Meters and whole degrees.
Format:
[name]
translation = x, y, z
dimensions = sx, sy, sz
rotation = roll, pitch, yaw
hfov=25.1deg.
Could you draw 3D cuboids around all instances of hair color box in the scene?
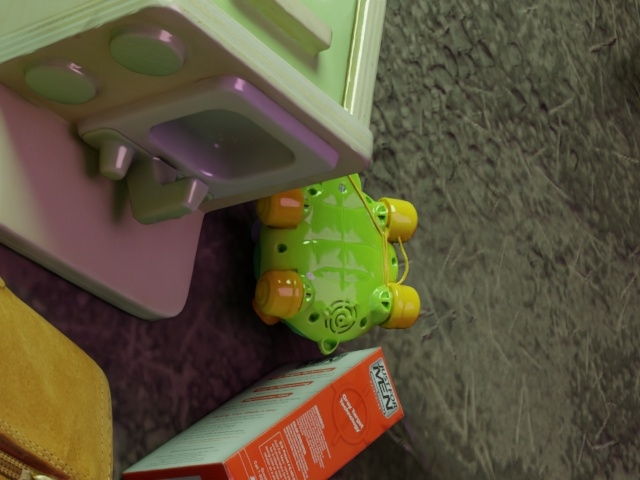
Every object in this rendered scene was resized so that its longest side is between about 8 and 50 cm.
[hair color box]
translation = -0.025, 0.102, 0.724
dimensions = 0.141, 0.072, 0.043
rotation = -31, 104, -50

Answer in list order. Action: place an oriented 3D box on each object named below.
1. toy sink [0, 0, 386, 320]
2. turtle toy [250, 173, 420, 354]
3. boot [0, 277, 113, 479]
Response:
[toy sink]
translation = -0.060, -0.100, 0.686
dimensions = 0.153, 0.131, 0.234
rotation = 35, 55, -41
[turtle toy]
translation = 0.000, 0.000, 0.788
dimensions = 0.095, 0.066, 0.130
rotation = 8, 70, -26
[boot]
translation = -0.162, 0.012, 0.562
dimensions = 0.211, 0.104, 0.295
rotation = 31, 59, -49
